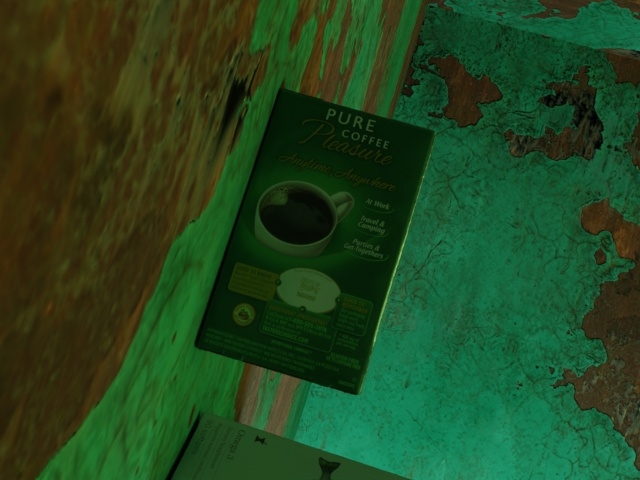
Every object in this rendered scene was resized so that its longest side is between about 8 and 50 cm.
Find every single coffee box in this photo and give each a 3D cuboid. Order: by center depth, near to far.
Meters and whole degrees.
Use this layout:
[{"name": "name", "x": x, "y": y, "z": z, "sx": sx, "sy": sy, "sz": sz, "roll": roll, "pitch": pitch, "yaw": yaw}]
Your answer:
[{"name": "coffee box", "x": 0.000, "y": 0.000, "z": 0.472, "sx": 0.040, "sy": 0.113, "sz": 0.184, "roll": 70, "pitch": 36, "yaw": -80}]

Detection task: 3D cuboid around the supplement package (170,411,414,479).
[{"name": "supplement package", "x": -0.026, "y": 0.221, "z": 0.517, "sx": 0.105, "sy": 0.179, "sz": 0.105, "roll": -67, "pitch": 172, "yaw": -55}]
